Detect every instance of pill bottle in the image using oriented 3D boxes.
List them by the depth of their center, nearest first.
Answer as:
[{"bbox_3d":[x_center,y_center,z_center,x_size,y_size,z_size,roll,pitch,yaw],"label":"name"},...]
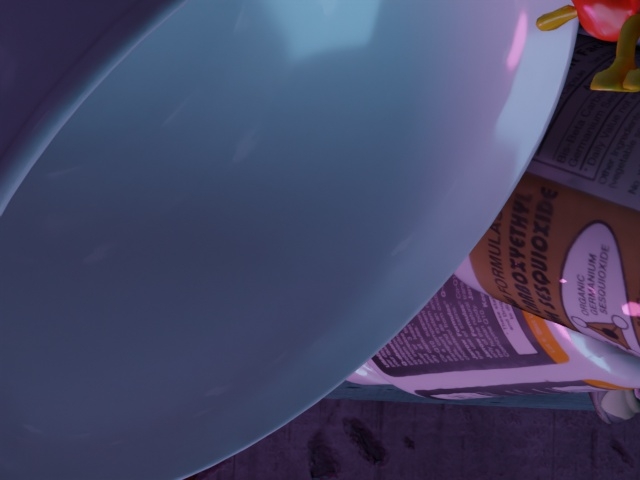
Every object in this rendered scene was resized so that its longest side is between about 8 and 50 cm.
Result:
[{"bbox_3d":[0.123,-0.026,0.911,0.229,0.131,0.131,22,-177,34],"label":"pill bottle"},{"bbox_3d":[0.109,0.018,1.231,0.162,0.162,0.278,9,169,-35],"label":"pill bottle"}]

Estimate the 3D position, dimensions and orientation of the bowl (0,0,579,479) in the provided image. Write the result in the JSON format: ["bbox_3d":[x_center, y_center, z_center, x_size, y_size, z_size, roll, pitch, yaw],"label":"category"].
[{"bbox_3d":[-0.053,-0.050,0.755,0.134,0.298,0.298,45,-168,27],"label":"bowl"}]

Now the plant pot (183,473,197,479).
[{"bbox_3d":[-0.211,0.084,1.274,0.267,0.235,0.267,-2,152,21],"label":"plant pot"}]

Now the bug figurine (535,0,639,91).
[{"bbox_3d":[0.223,-0.090,0.758,0.216,0.072,0.279,2,-177,34],"label":"bug figurine"}]

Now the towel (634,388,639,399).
[{"bbox_3d":[0.447,0.060,1.379,0.374,0.090,0.320,-10,180,-35],"label":"towel"}]

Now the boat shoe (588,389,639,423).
[{"bbox_3d":[0.242,0.041,1.532,0.130,0.132,0.355,-24,162,6],"label":"boat shoe"}]
